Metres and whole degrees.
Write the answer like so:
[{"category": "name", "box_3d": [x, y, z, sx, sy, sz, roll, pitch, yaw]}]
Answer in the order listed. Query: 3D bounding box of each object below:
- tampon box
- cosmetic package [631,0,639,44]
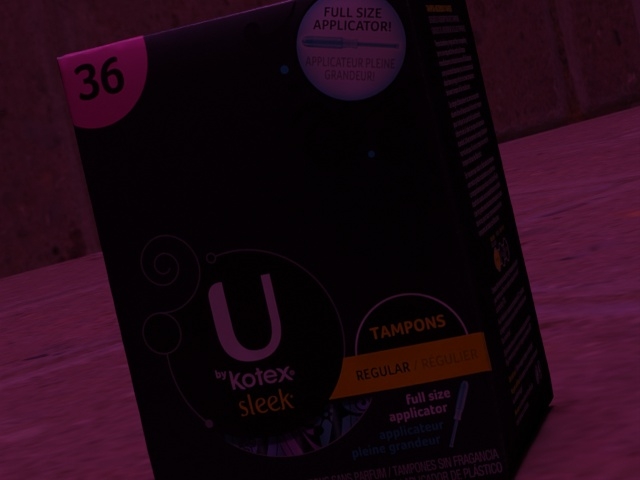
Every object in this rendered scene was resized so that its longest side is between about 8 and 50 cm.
[{"category": "tampon box", "box_3d": [0.000, 0.000, 0.519, 0.120, 0.161, 0.101, -12, 5, 17]}, {"category": "cosmetic package", "box_3d": [0.151, -0.088, 0.325, 0.153, 0.296, 0.129, -14, 4, -8]}]
